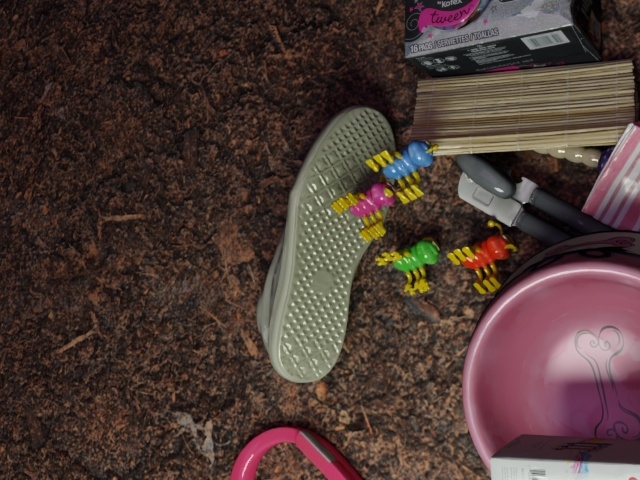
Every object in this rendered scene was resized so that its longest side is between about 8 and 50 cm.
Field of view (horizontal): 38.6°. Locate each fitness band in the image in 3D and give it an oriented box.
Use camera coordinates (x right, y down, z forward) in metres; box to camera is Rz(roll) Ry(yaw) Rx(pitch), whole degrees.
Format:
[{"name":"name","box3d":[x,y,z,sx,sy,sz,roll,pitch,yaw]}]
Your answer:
[{"name":"fitness band","box3d":[-0.027,0.428,1.453,0.291,0.054,0.209,44,107,30]}]

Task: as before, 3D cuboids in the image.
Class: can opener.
[{"name":"can opener","box3d":[0.308,-0.038,1.303,0.280,0.093,0.074,34,104,26]}]

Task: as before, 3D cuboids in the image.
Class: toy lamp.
[{"name":"toy lamp","box3d":[0.307,-0.145,1.327,0.274,0.080,0.080,23,94,30]}]

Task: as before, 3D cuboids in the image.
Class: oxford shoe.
[{"name":"oxford shoe","box3d":[0.000,0.000,1.456,0.130,0.169,0.449,11,86,68]}]

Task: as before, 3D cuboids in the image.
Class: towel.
[{"name":"towel","box3d":[0.462,-0.053,1.194,0.197,0.029,0.144,29,113,12]}]

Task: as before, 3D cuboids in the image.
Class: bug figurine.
[{"name":"bug figurine","box3d":[0.149,-0.032,1.346,0.216,0.279,0.072,-22,29,43]}]

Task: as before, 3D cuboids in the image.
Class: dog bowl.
[{"name":"dog bowl","box3d":[0.364,0.191,1.159,0.408,0.150,0.408,1,91,31]}]

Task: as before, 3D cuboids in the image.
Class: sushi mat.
[{"name":"sushi mat","box3d":[0.288,-0.189,1.303,0.316,0.019,0.151,-2,54,17]}]

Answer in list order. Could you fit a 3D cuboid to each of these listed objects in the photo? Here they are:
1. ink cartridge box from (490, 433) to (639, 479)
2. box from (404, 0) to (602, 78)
[{"name":"ink cartridge box","box3d":[0.299,0.298,1.037,0.176,0.127,0.128,-3,89,30]},{"name":"box","box3d":[0.265,-0.328,1.328,0.247,0.163,0.142,-6,78,30]}]
